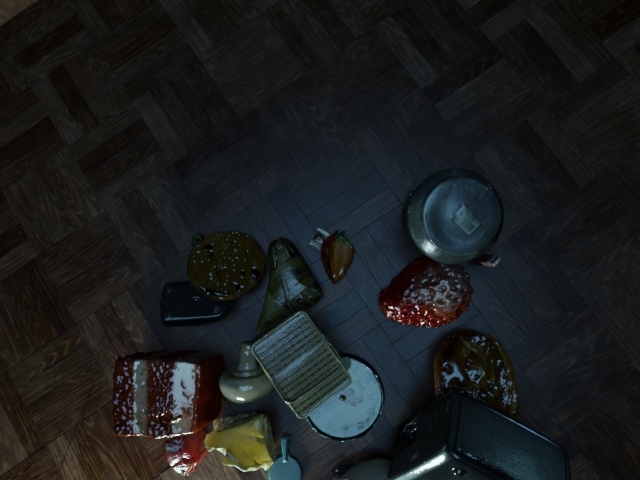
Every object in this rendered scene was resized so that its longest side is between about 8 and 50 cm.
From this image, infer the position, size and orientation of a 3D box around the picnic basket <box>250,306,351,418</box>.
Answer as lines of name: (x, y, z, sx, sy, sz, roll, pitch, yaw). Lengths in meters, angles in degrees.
picnic basket: (-0.064, 0.409, 1.492, 0.228, 0.175, 0.313, -33, 91, -9)

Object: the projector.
projector: (0.476, 0.712, 1.366, 0.405, 0.395, 0.242, 29, 43, 0)

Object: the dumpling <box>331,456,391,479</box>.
dumpling: (0.177, 0.862, 1.539, 0.293, 0.163, 0.204, -12, 116, 2)

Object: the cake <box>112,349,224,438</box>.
cake: (-0.528, 0.533, 1.566, 0.320, 0.269, 0.270, -2, 82, 6)

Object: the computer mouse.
computer mouse: (-0.465, 0.237, 1.675, 0.269, 0.100, 0.170, -3, 61, -4)

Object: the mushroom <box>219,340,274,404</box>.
mushroom: (-0.249, 0.482, 1.580, 0.206, 0.206, 0.209, 28, 112, 8)

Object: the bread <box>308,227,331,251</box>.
bread: (0.000, 0.000, 1.705, 0.070, 0.035, 0.083, 33, 84, 6)

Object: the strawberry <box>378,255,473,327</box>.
strawberry: (0.377, 0.194, 1.591, 0.336, 0.149, 0.265, -20, 83, 3)

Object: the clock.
clock: (0.080, 0.570, 1.614, 0.313, 0.061, 0.312, -1, 83, 4)

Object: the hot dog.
hot dog: (0.530, 0.505, 1.524, 0.267, 0.174, 0.387, -4, 83, 14)

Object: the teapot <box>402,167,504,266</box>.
teapot: (0.451, -0.056, 1.512, 0.305, 0.362, 0.376, -45, 92, 2)

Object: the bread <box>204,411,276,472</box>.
bread: (-0.266, 0.732, 1.568, 0.224, 0.183, 0.211, -18, 87, 4)

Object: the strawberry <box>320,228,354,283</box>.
strawberry: (0.055, 0.052, 1.666, 0.140, 0.085, 0.192, -31, 117, -25)

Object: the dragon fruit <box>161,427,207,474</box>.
dragon fruit: (-0.483, 0.776, 1.610, 0.121, 0.127, 0.161, -21, 81, 10)

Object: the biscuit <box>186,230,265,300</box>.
biscuit: (-0.355, 0.094, 1.668, 0.296, 0.075, 0.296, 6, 61, -11)

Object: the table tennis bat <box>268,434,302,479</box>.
table tennis bat: (-0.129, 0.815, 1.617, 0.124, 0.033, 0.201, -1, 85, 3)

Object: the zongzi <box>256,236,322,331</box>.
zongzi: (-0.174, 0.165, 1.654, 0.288, 0.134, 0.286, -32, 76, 2)

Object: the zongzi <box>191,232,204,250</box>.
zongzi: (-0.495, 0.040, 1.733, 0.119, 0.055, 0.109, -38, 83, 0)
